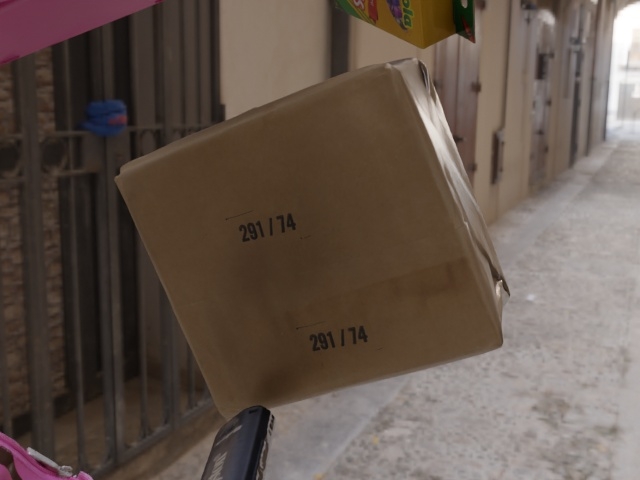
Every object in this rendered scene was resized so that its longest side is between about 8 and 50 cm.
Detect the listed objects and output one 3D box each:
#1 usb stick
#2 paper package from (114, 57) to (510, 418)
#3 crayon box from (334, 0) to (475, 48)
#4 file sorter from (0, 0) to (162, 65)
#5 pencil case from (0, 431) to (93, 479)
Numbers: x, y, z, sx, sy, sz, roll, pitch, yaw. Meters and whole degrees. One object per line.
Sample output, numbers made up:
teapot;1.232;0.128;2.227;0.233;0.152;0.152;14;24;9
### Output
usb stick;-0.080;0.224;0.661;0.045;0.077;0.278;40;14;-8
paper package;0.000;0.000;0.849;0.324;0.310;0.168;-20;8;19
crayon box;0.126;-0.453;1.326;0.081;0.202;0.318;-28;42;-20
file sorter;-0.335;-0.378;0.996;0.290;0.182;0.202;-27;1;-14
pencil case;-0.224;0.139;0.465;0.098;0.209;0.095;-47;48;-15
